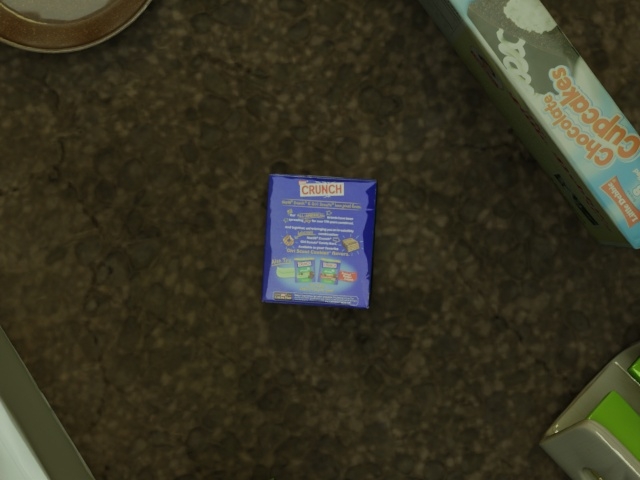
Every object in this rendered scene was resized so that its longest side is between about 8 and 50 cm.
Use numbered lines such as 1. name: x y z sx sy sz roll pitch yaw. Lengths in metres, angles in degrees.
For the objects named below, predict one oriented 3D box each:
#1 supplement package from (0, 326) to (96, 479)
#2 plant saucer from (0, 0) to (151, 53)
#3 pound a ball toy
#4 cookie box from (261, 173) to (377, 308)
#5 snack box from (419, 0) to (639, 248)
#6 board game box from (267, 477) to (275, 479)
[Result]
1. supplement package: -0.318 0.187 1.520 0.203 0.149 0.194 -32 91 2
2. plant saucer: -0.221 -0.253 1.568 0.199 0.036 0.198 0 92 0
3. pound a ball toy: 0.359 0.208 1.543 0.319 0.136 0.208 46 66 0
4. cookie box: 0.000 0.000 1.569 0.092 0.040 0.107 4 91 1
5. snack box: 0.162 -0.136 1.492 0.060 0.187 0.322 -36 91 1
6. board game box: -0.186 0.300 1.480 0.347 0.233 0.078 -21 91 0
